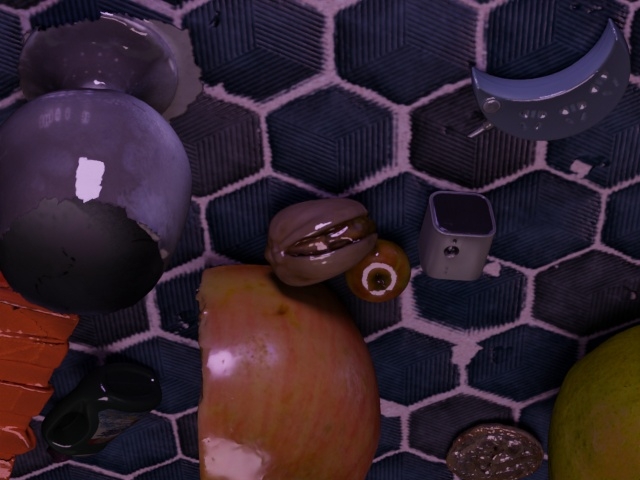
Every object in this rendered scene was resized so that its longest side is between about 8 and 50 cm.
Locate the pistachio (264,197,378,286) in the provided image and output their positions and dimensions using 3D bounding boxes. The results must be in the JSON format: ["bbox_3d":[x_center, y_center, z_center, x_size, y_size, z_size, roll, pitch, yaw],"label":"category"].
[{"bbox_3d":[0.000,0.000,1.762,0.149,0.113,0.113,-12,134,-2],"label":"pistachio"}]

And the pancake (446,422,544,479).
[{"bbox_3d":[0.275,0.335,2.161,0.158,0.028,0.158,0,136,0],"label":"pancake"}]

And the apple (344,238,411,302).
[{"bbox_3d":[0.075,0.038,1.820,0.089,0.074,0.090,-2,132,-2],"label":"apple"}]

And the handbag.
[{"bbox_3d":[-0.509,0.163,1.878,0.303,0.116,0.410,13,133,-20],"label":"handbag"}]

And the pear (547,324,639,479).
[{"bbox_3d":[0.500,0.317,1.925,0.391,0.391,0.391,-2,134,-2],"label":"pear"}]

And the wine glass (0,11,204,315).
[{"bbox_3d":[-0.247,-0.086,1.504,0.238,0.323,0.238,-2,137,-2],"label":"wine glass"}]

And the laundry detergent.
[{"bbox_3d":[-0.339,0.260,1.996,0.221,0.078,0.144,-38,150,31],"label":"laundry detergent"}]

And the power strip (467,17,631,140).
[{"bbox_3d":[0.269,-0.178,1.645,0.216,0.044,0.137,-20,133,14],"label":"power strip"}]

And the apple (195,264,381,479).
[{"bbox_3d":[-0.067,0.212,1.819,0.314,0.309,0.252,30,125,-32],"label":"apple"}]

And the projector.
[{"bbox_3d":[0.175,-0.006,1.777,0.083,0.083,0.082,3,134,-8],"label":"projector"}]
